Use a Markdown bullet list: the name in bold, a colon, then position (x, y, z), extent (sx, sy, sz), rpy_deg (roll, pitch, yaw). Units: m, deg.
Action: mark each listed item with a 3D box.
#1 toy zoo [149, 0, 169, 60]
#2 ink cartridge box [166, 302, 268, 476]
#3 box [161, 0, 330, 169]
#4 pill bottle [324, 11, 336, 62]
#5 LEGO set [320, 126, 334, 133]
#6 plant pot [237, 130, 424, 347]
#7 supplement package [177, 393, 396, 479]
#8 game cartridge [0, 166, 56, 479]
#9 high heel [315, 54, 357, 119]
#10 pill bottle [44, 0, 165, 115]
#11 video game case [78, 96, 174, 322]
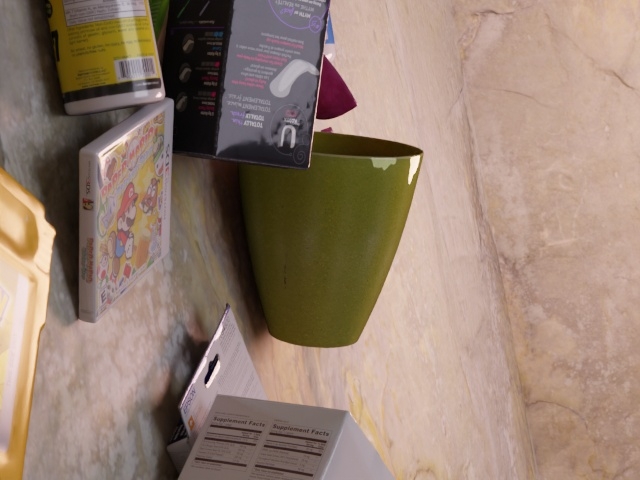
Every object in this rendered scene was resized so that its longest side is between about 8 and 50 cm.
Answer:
- **toy zoo**: position (-0.259, -0.376, 1.711), extent (0.293, 0.030, 0.192), rpy_deg (63, 28, -43)
- **ink cartridge box**: position (-0.134, 0.235, 1.796), extent (0.223, 0.045, 0.224), rpy_deg (-66, 144, -53)
- **box**: position (-0.101, -0.236, 1.767), extent (0.165, 0.143, 0.270), rpy_deg (6, 92, -41)
- **pill bottle**: position (-0.042, -0.333, 2.158), extent (0.124, 0.124, 0.221), rpy_deg (-24, 106, -70)
- **LEGO set**: position (0.018, -0.064, 2.270), extent (0.093, 0.087, 0.227), rpy_deg (-98, 167, -50)
- **plant pot**: position (0.000, 0.000, 2.009), extent (0.275, 0.274, 0.293), rpy_deg (-25, 122, -69)
- **supplement package**: position (-0.057, 0.356, 1.650), extent (0.199, 0.198, 0.263), rpy_deg (58, 45, -43)
- **game cartridge**: position (-0.349, 0.057, 1.269), extent (0.285, 0.052, 0.324), rpy_deg (50, 38, -56)
- **high heel**: position (0.001, -0.282, 1.936), extent (0.082, 0.117, 0.244), rpy_deg (53, 36, -56)
- **pill bottle**: position (-0.252, -0.253, 1.555), extent (0.119, 0.119, 0.208), rpy_deg (-22, 103, -70)
- **video game case**: position (-0.225, -0.041, 1.594), extent (0.227, 0.026, 0.206), rpy_deg (-51, 149, -63)
